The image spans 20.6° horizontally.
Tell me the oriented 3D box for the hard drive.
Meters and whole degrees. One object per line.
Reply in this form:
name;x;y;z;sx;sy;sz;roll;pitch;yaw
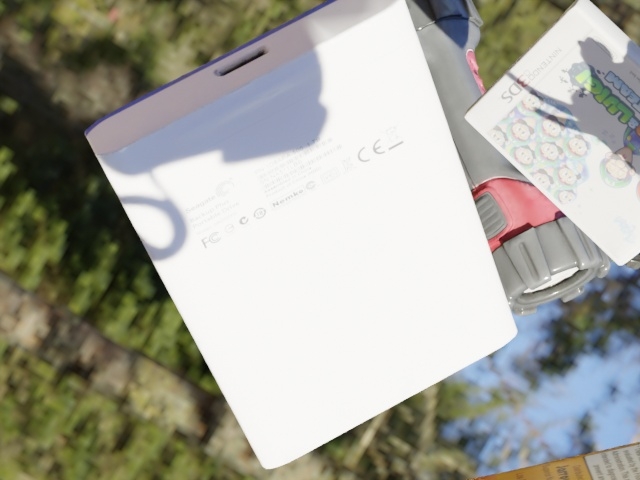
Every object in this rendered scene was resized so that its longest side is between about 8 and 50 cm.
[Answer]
hard drive;0.000;0.000;1.174;0.210;0.319;0.040;-28;-137;-5

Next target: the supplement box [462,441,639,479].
supplement box;0.158;0.103;0.593;0.233;0.078;0.080;-14;-172;3

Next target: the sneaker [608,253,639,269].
sneaker;0.356;-0.058;1.656;0.134;0.343;0.146;-53;-139;42

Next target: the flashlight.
flashlight;0.142;-0.090;1.500;0.103;0.304;0.103;-19;160;-5

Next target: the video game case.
video game case;0.193;-0.071;1.204;0.019;0.157;0.143;-47;-179;-41
